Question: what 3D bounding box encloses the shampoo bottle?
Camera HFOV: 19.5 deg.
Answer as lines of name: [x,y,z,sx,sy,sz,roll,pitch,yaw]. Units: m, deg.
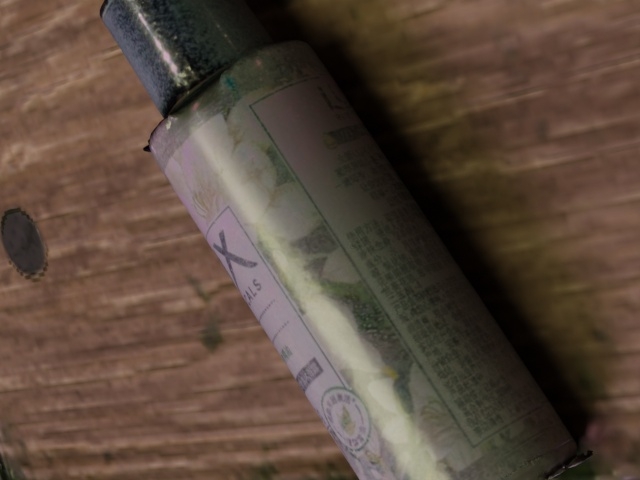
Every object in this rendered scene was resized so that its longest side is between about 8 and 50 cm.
shampoo bottle: [0.000,0.000,0.614,0.214,0.072,0.072,57,138,11]
